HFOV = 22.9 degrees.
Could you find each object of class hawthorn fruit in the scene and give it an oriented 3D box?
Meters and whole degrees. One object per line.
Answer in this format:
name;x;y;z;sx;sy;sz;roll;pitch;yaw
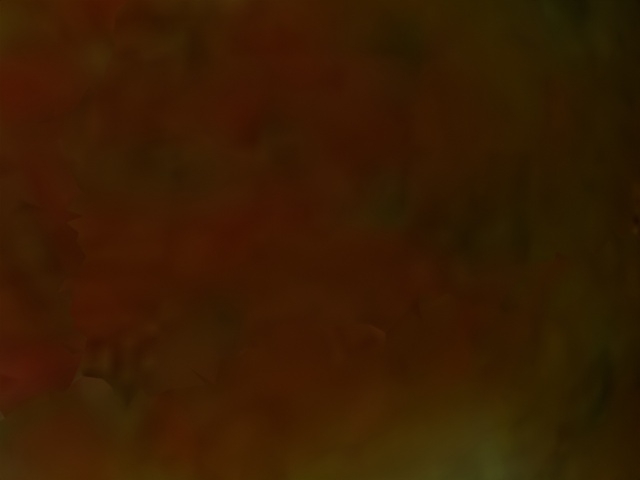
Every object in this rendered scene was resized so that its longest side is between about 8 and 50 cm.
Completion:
hawthorn fruit;-0.040;-0.003;0.507;0.403;0.403;0.402;-12;77;60
